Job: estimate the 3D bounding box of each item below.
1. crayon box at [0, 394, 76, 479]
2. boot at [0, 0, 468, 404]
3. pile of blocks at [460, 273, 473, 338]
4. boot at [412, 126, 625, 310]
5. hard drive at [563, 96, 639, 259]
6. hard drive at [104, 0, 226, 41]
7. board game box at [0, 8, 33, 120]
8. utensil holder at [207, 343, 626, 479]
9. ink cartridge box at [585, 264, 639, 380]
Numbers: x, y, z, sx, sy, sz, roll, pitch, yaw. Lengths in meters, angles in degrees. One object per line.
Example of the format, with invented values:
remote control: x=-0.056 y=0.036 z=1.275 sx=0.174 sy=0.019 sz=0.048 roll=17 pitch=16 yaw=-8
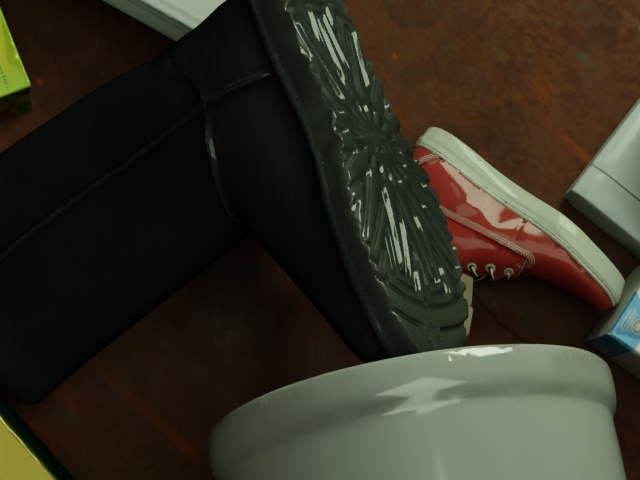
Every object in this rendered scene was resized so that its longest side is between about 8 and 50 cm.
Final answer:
crayon box: x=-0.443 y=0.225 z=1.661 sx=0.363 sy=0.106 sz=0.313 roll=-41 pitch=87 yaw=-3
boot: x=-0.123 y=0.026 z=1.608 sx=0.445 sy=0.146 sz=0.367 roll=-30 pitch=67 yaw=27
pile of blocks: x=0.000 y=0.000 z=1.712 sx=0.149 sy=0.113 sz=0.362 roll=-4 pitch=43 yaw=-36
boot: x=0.148 y=0.032 z=1.800 sx=0.244 sy=0.088 sz=0.176 roll=35 pitch=79 yaw=8
hard drive: x=0.435 y=-0.107 z=1.875 sx=0.233 sy=0.047 sz=0.353 roll=39 pitch=78 yaw=0
hard drive: x=-0.127 y=-0.281 z=1.800 sx=0.307 sy=0.040 sz=0.203 roll=29 pitch=54 yaw=-1
board game box: x=-0.319 y=-0.207 z=1.773 sx=0.043 sy=0.092 sz=0.181 roll=-21 pitch=84 yaw=-10
utensil holder: x=0.102 y=0.311 z=1.464 sx=0.327 sy=0.327 sz=0.386 roll=-7 pitch=69 yaw=-8
ink cartridge box: x=0.341 y=0.097 z=1.808 sx=0.143 sy=0.090 sz=0.092 roll=36 pitch=79 yaw=-2
